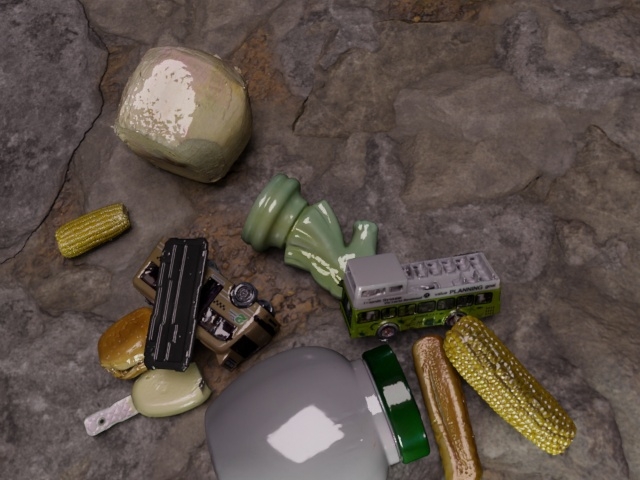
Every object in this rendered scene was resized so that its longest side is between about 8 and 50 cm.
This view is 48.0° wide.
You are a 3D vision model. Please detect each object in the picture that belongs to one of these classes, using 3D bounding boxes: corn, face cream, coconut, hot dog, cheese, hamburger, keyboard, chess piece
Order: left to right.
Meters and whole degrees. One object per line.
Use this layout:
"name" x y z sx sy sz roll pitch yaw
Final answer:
"corn" -0.501 -0.025 1.589 0.165 0.063 0.085 -24 41 -4
"hamburger" -0.372 0.206 1.437 0.147 0.083 0.138 -33 38 -4
"cheese" -0.348 0.310 1.424 0.255 0.050 0.127 -25 65 -4
"keyboard" -0.276 0.119 1.380 0.106 0.016 0.263 0 71 18
"coconut" -0.287 -0.284 1.560 0.297 0.297 0.255 20 81 16
"face cream" -0.008 0.340 1.272 0.356 0.219 0.313 -20 64 -2
"chess piece" 0.000 0.000 1.478 0.298 0.176 0.176 31 73 6
"hot dog" 0.233 0.315 1.337 0.087 0.061 0.286 -9 64 4
"corn" 0.332 0.259 1.311 0.101 0.101 0.310 -39 80 -10

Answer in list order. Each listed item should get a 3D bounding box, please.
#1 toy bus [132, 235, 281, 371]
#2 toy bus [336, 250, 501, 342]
"toy bus" -0.229 0.123 1.445 0.289 0.139 0.157 34 80 21
"toy bus" 0.190 0.095 1.372 0.301 0.139 0.113 -8 38 -10
